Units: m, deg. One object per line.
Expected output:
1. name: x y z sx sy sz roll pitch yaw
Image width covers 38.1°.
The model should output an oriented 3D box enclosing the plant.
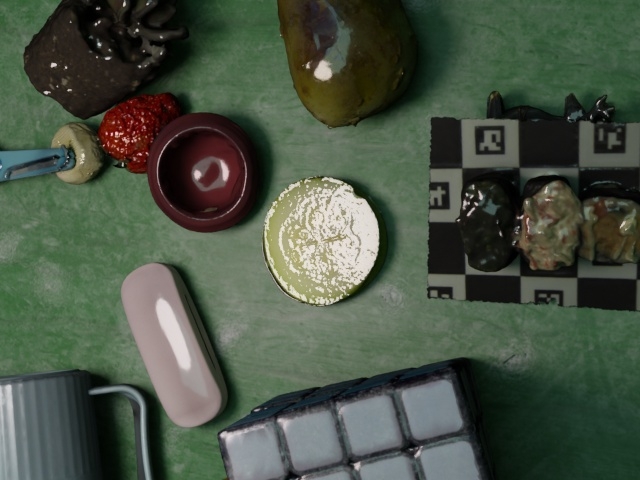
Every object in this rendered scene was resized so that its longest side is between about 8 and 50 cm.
1. plant: -0.364 -0.349 1.584 0.276 0.199 0.188 -35 120 20

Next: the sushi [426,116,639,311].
1. sushi: 0.329 -0.020 1.336 0.373 0.100 0.296 4 109 16

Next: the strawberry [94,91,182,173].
1. strawberry: -0.308 -0.186 1.616 0.148 0.131 0.131 -27 80 15

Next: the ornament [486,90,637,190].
1. ornament: 0.364 -0.126 1.393 0.236 0.080 0.202 2 90 19

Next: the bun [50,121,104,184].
1. bun: -0.438 -0.158 1.687 0.115 0.069 0.115 0 90 39

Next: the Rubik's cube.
1. Rubik's cube: 0.089 0.367 1.324 0.345 0.337 0.343 -16 84 7

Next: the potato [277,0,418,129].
1. potato: 0.035 -0.333 1.466 0.210 0.173 0.307 -20 85 20

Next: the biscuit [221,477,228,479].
1. biscuit: -0.095 0.455 1.567 0.299 0.045 0.154 -12 86 20

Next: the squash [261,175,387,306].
1. squash: 0.002 0.000 1.547 0.219 0.041 0.219 0 91 24

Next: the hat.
1. hat: -0.197 -0.117 1.584 0.206 0.089 0.205 0 99 3

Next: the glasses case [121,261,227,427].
1. glasses case: -0.256 0.180 1.613 0.113 0.075 0.296 -26 81 17

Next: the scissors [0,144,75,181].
1. scissors: -0.601 -0.145 1.734 0.393 0.032 0.180 -2 88 31

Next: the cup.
1. cup: -0.478 0.384 1.596 0.331 0.257 0.311 -9 85 21
